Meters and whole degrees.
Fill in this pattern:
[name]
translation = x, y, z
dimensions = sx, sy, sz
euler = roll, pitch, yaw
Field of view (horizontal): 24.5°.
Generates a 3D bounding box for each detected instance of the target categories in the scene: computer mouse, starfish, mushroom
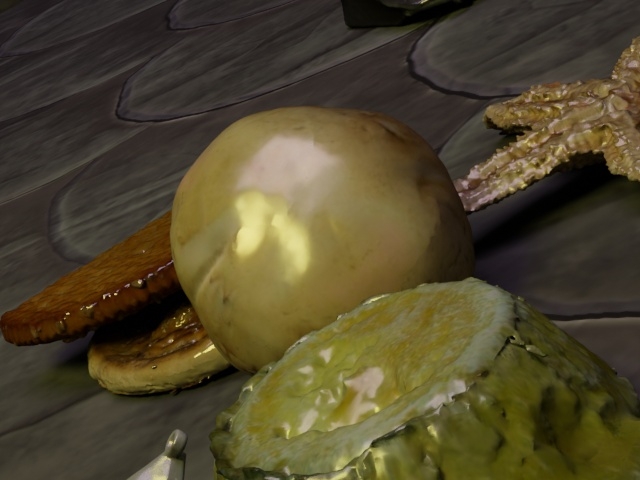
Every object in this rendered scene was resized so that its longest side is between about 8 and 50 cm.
[computer mouse]
translation = 0.073, -0.231, 1.271
dimensions = 0.106, 0.062, 0.192
euler = -32, 19, -16
[starfish]
translation = 0.179, -0.081, 0.792
dimensions = 0.295, 0.048, 0.231
euler = -21, 20, 8
[mushroom]
translation = 0.000, 0.000, 0.698
dimensions = 0.148, 0.112, 0.148
euler = -7, 65, 16

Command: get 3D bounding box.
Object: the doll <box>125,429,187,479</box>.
[doll]
translation = -0.070, 0.118, 0.521
dimensions = 0.039, 0.114, 0.057
euler = 17, 9, 8

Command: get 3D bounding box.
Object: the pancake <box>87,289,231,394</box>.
[pancake]
translation = -0.060, 0.034, 0.814
dimensions = 0.158, 0.028, 0.158
euler = -25, 18, 9

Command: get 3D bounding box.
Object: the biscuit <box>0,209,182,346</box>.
[biscuit]
translation = -0.082, 0.007, 0.841
dimensions = 0.206, 0.025, 0.126
euler = -33, 16, -18

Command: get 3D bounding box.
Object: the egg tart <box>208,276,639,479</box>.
[egg tart]
translation = 0.025, 0.077, 0.539
dimensions = 0.197, 0.078, 0.197
euler = -24, 18, 8
